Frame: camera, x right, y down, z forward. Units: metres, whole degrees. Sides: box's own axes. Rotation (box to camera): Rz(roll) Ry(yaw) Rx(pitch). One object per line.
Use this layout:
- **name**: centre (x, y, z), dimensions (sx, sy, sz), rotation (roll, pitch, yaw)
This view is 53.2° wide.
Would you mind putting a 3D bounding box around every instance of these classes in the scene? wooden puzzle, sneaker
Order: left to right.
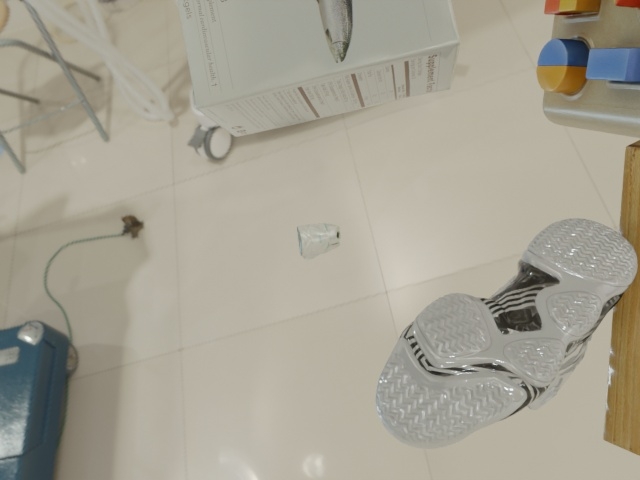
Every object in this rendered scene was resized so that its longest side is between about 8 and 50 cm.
- **sneaker**: centre (0.000, 0.000, 0.938), dimensions (0.061, 0.152, 0.053), rotation (-9, 92, 0)
- **sneaker**: centre (0.206, 0.137, 0.725), dimensions (0.366, 0.210, 0.137), rotation (-32, 56, -27)
- **wooden puzzle**: centre (0.448, -0.344, 1.018), dimensions (0.081, 0.347, 0.322), rotation (-6, 17, -13)

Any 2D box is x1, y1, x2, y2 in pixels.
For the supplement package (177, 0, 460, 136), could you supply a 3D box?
- **supplement package**: centre (0.000, -0.152, 0.463), dimensions (0.179, 0.105, 0.105), rotation (-12, 85, 8)

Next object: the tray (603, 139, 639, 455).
- **tray**: centre (0.466, 0.060, 0.840), dimensions (0.203, 0.410, 0.076), rotation (-22, 27, -37)
